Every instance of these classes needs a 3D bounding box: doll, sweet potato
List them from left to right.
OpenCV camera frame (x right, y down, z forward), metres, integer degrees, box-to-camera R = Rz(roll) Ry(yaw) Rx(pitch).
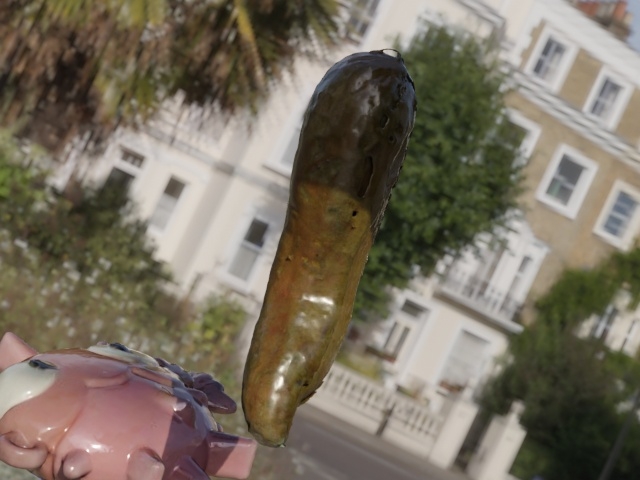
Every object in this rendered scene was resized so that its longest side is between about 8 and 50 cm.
[{"bbox_3d":[-0.150,0.131,0.884,0.211,0.093,0.262,25,14,28],"label":"doll"},{"bbox_3d":[0.001,0.002,0.686,0.062,0.233,0.081,16,-2,14],"label":"sweet potato"}]
